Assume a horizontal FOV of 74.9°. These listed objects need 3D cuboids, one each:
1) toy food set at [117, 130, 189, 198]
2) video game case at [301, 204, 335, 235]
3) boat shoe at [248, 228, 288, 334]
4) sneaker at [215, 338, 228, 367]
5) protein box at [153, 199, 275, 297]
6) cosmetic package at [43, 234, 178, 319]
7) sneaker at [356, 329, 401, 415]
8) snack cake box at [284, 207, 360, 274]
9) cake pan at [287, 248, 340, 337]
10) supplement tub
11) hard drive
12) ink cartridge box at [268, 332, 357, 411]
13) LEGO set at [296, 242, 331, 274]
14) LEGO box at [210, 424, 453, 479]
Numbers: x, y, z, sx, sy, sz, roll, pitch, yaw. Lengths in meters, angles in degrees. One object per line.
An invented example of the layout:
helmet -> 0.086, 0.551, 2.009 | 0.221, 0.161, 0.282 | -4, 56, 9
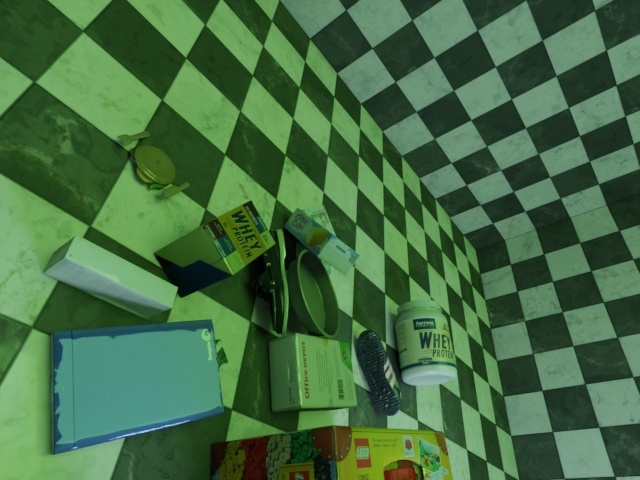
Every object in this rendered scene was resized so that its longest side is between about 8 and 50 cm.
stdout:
toy food set -> -0.447, -0.197, 1.114 | 0.192, 0.038, 0.132 | 54, 26, -9
video game case -> -0.004, -0.068, 1.693 | 0.157, 0.019, 0.143 | -20, 87, -59
boat shoe -> -0.160, 0.119, 1.263 | 0.112, 0.127, 0.341 | 0, 66, -14
sneaker -> -0.277, 0.312, 1.004 | 0.076, 0.064, 0.166 | 64, 34, -13
protein box -> -0.266, 0.020, 1.076 | 0.136, 0.199, 0.201 | 61, 32, -8
cosmetic package -> -0.433, 0.084, 0.883 | 0.239, 0.098, 0.061 | 39, 41, -37
sneaker -> 0.224, 0.497, 1.607 | 0.131, 0.112, 0.320 | 12, 62, -72
snack cake box -> 0.000, 0.000, 1.453 | 0.152, 0.089, 0.264 | 35, 3, -39
cake pan -> -0.022, 0.174, 1.339 | 0.293, 0.054, 0.293 | 56, 21, -36
supplement tub -> 0.453, 0.448, 1.831 | 0.235, 0.235, 0.325 | 31, 46, -43
hard drive -> -0.361, 0.278, 0.852 | 0.318, 0.040, 0.211 | 4, 66, -41
ink cartridge box -> -0.021, 0.406, 1.266 | 0.278, 0.117, 0.202 | 25, 51, -48
LEGO set -> -0.011, 0.134, 1.520 | 0.182, 0.060, 0.245 | 28, 49, -40
LEGO box -> 0.044, 0.577, 1.011 | 0.500, 0.372, 0.193 | 29, 47, -45
